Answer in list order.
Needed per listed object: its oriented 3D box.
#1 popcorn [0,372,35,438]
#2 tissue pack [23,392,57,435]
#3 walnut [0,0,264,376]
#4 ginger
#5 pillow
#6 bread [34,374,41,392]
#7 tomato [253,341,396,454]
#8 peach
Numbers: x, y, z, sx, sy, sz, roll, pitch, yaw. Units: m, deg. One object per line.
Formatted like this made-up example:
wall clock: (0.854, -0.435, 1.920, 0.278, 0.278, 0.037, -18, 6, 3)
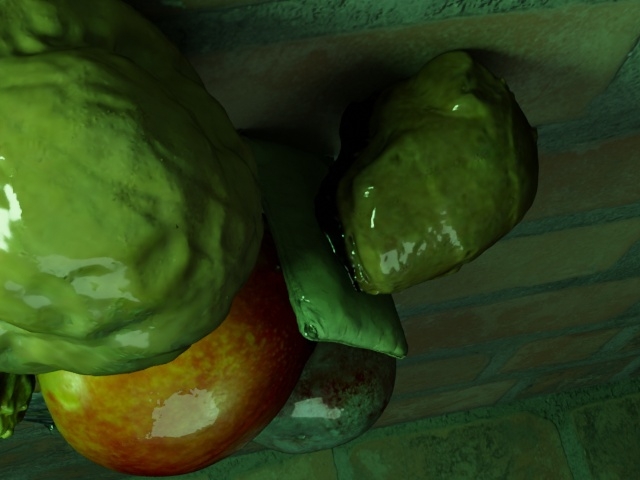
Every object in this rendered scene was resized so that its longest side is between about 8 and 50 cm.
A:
popcorn: (-0.458, 0.168, 1.480, 0.169, 0.189, 0.218, -17, 171, 8)
tissue pack: (-0.447, 0.231, 1.941, 0.259, 0.122, 0.361, -11, 160, 17)
walnut: (-0.231, -0.044, 1.080, 0.383, 0.383, 0.383, -12, 160, -4)
ginger: (0.139, -0.071, 1.332, 0.223, 0.269, 0.200, -16, 132, 28)
pillow: (0.000, 0.000, 1.391, 0.185, 0.302, 0.075, 15, 135, -45)
bread: (-0.503, 0.142, 1.637, 0.311, 0.173, 0.121, -5, 134, -35)
tomato: (-0.034, 0.202, 1.935, 0.316, 0.282, 0.317, 2, 143, 1)
peach: (-0.180, 0.108, 1.481, 0.388, 0.388, 0.388, -12, 160, -4)
